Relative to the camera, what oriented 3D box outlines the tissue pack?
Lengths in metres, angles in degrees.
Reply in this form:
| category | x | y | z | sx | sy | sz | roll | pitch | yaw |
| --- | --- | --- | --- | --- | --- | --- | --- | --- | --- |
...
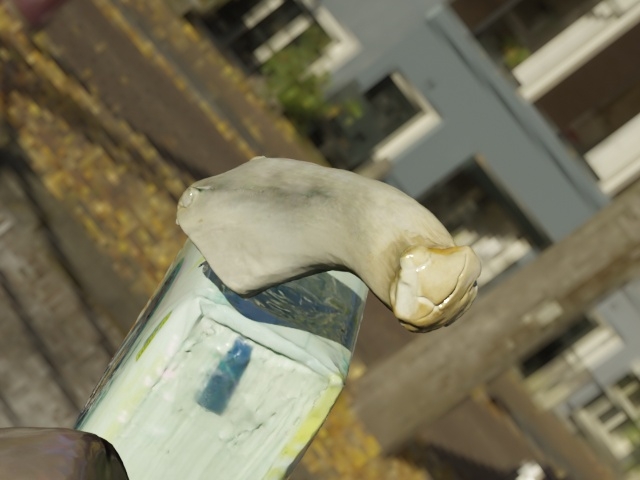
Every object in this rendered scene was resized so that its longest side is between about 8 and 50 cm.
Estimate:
| category | x | y | z | sx | sy | sz | roll | pitch | yaw |
| --- | --- | --- | --- | --- | --- | --- | --- | --- | --- |
| tissue pack | -0.089 | 0.119 | 1.566 | 0.162 | 0.287 | 0.388 | 33 | 18 | -5 |

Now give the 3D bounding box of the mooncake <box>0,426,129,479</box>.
| category | x | y | z | sx | sy | sz | roll | pitch | yaw |
| --- | --- | --- | --- | --- | --- | --- | --- | --- | --- |
| mooncake | -0.151 | 0.200 | 0.886 | 0.245 | 0.133 | 0.245 | -1 | 90 | -80 |

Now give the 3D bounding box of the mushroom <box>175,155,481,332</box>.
| category | x | y | z | sx | sy | sz | roll | pitch | yaw |
| --- | --- | --- | --- | --- | --- | --- | --- | --- | --- |
| mushroom | 0.000 | -0.002 | 1.246 | 0.278 | 0.096 | 0.099 | 10 | -22 | 48 |
